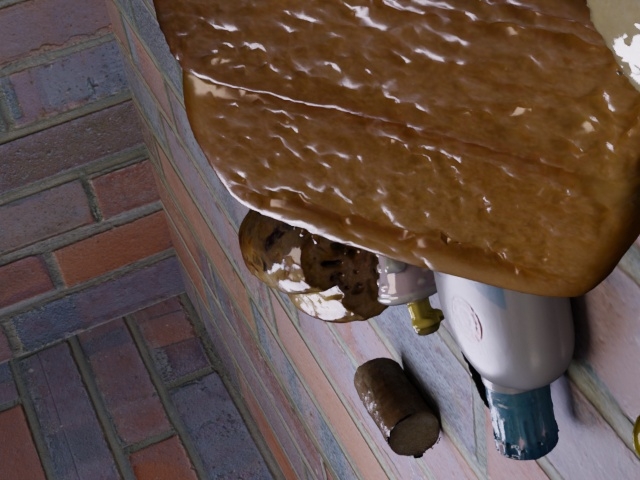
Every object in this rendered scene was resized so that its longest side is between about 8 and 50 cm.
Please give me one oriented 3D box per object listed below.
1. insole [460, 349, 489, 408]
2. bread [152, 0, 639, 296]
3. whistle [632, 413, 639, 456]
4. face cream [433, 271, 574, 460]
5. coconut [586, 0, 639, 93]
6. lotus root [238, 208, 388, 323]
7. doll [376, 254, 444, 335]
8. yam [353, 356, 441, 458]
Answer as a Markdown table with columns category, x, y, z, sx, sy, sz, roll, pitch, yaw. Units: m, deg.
| category | x | y | z | sx | sy | sz | roll | pitch | yaw |
| --- | --- | --- | --- | --- | --- | --- | --- | --- | --- |
| insole | 0.127 | 0.015 | 1.148 | 0.111 | 0.007 | 0.327 | -30 | -76 | -68 |
| bread | 0.070 | -0.121 | 0.745 | 0.337 | 0.148 | 0.328 | 15 | 148 | 17 |
| whistle | 0.276 | 0.159 | 0.832 | 0.109 | 0.046 | 0.057 | -163 | 67 | -66 |
| face cream | 0.159 | 0.046 | 1.026 | 0.163 | 0.080 | 0.336 | 35 | 144 | 56 |
| coconut | 0.202 | -0.112 | 0.379 | 0.222 | 0.202 | 0.202 | -150 | 41 | -75 |
| lotus root | -0.008 | 0.006 | 1.428 | 0.291 | 0.193 | 0.193 | -151 | 41 | -71 |
| doll | 0.087 | -0.002 | 1.249 | 0.129 | 0.081 | 0.207 | -36 | -68 | -71 |
| yam | 0.102 | 0.221 | 1.544 | 0.127 | 0.084 | 0.084 | -121 | 16 | -49 |
